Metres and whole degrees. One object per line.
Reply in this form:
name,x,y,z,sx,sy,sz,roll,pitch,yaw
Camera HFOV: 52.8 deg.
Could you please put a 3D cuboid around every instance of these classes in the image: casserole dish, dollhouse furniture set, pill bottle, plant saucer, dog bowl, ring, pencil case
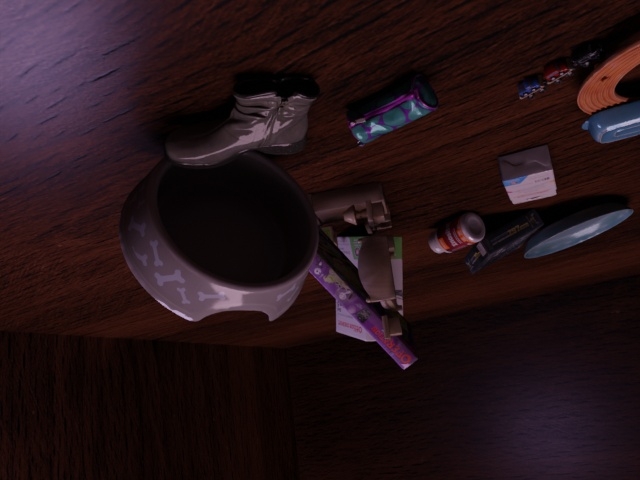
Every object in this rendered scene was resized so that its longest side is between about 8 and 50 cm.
casserole dish,0.568,-0.217,1.149,0.189,0.036,0.114,-15,167,18
dollhouse furniture set,0.084,0.068,1.462,0.174,0.355,0.303,-9,164,9
pill bottle,0.371,-0.016,1.771,0.086,0.086,0.152,4,160,-32
plant saucer,0.730,-0.033,1.852,0.318,0.043,0.317,-18,163,-6
dog bowl,-0.159,-0.024,1.112,0.349,0.348,0.102,3,146,-31
ring,0.578,-0.286,1.021,0.337,0.032,0.336,-9,166,-2
pencil case,0.114,-0.211,1.047,0.152,0.064,0.070,-22,174,40

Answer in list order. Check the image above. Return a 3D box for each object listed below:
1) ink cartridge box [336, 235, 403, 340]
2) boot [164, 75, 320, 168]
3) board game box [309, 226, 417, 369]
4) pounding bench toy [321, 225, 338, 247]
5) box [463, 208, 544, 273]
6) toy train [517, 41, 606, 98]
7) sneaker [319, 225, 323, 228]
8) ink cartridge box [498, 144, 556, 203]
ink cartridge box,0.128,0.123,1.735,0.115,0.272,0.198,0,180,-22
boot,-0.129,-0.196,1.006,0.247,0.083,0.161,-10,157,-10
board game box,0.088,0.124,1.490,0.056,0.347,0.208,-42,-172,8
pounding bench toy,0.000,0.000,1.730,0.083,0.052,0.065,-10,164,11
box,0.522,0.007,1.857,0.183,0.059,0.232,-28,165,-6
toy train,0.377,-0.268,1.028,0.036,0.027,0.158,9,157,-35
sneaker,-0.065,-0.031,1.565,0.188,0.071,0.066,9,157,-42
ink cartridge box,0.461,-0.142,1.428,0.104,0.061,0.181,-13,162,20
